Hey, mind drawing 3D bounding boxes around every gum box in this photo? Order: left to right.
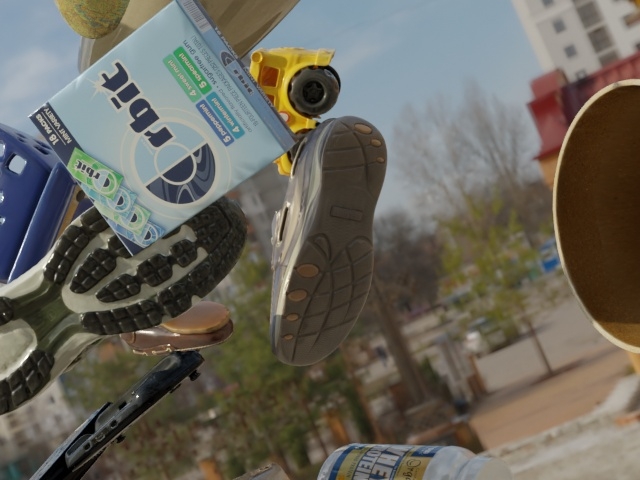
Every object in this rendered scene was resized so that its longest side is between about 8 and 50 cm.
[{"bbox_3d":[-0.138,-0.097,1.040,0.184,0.157,0.041,-31,10,26],"label":"gum box"}]

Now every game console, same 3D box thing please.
[{"bbox_3d":[-0.252,0.232,1.317,0.361,0.044,0.213,-42,7,40],"label":"game console"}]

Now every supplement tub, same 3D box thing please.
[{"bbox_3d":[0.108,0.303,1.351,0.200,0.144,0.144,-5,7,34],"label":"supplement tub"}]

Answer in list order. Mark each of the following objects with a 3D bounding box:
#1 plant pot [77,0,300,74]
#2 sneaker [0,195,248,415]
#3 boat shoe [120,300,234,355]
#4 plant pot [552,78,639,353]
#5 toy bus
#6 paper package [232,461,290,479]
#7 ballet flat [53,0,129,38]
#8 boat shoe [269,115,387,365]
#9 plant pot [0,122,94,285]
[{"bbox_3d":[-0.169,-0.287,1.423,0.274,0.256,0.256,-53,-18,26],"label":"plant pot"},{"bbox_3d":[-0.261,0.053,1.421,0.410,0.158,0.182,-29,2,13],"label":"sneaker"},{"bbox_3d":[-0.191,0.125,1.626,0.207,0.073,0.073,1,28,42],"label":"boat shoe"},{"bbox_3d":[0.382,-0.032,1.080,0.254,0.237,0.237,-6,-11,-23],"label":"plant pot"},{"bbox_3d":[-0.077,-0.213,1.957,0.211,0.220,0.149,7,13,0],"label":"toy bus"},{"bbox_3d":[-0.090,0.488,1.407,0.168,0.309,0.325,-30,7,34],"label":"paper package"},{"bbox_3d":[-0.239,-0.379,1.196,0.123,0.348,0.123,9,11,-2],"label":"ballet flat"},{"bbox_3d":[0.000,0.000,1.691,0.132,0.355,0.130,16,-1,-27],"label":"boat shoe"},{"bbox_3d":[-0.431,-0.030,1.842,0.212,0.236,0.236,22,1,26],"label":"plant pot"}]
